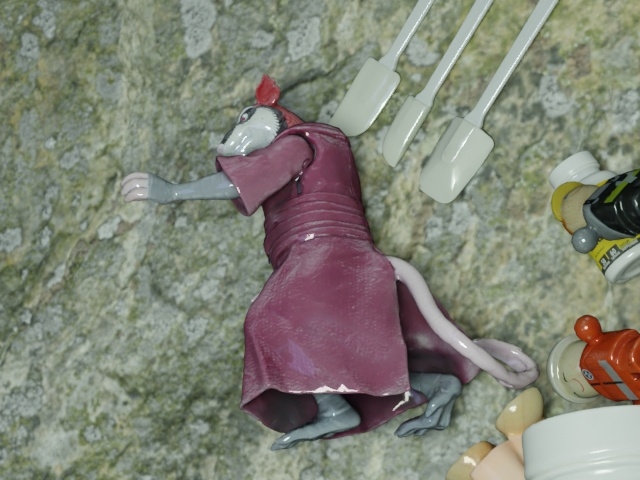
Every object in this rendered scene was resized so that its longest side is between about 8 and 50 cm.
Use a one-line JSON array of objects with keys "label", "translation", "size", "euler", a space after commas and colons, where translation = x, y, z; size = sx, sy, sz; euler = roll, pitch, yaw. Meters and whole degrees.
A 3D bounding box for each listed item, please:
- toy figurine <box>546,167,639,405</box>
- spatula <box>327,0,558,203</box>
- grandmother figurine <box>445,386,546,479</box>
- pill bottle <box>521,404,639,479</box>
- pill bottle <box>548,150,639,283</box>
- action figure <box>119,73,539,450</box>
[{"label": "toy figurine", "translation": [0.300, 0.044, 1.420], "size": [0.148, 0.213, 0.209], "euler": [164, 107, -66]}, {"label": "spatula", "translation": [0.130, -0.174, 1.654], "size": [0.168, 0.019, 0.242], "euler": [36, 97, 31]}, {"label": "grandmother figurine", "translation": [0.257, 0.300, 1.469], "size": [0.342, 0.104, 0.208], "euler": [46, 110, 27]}, {"label": "pill bottle", "translation": [0.246, 0.286, 1.342], "size": [0.161, 0.161, 0.283], "euler": [-14, 68, 23]}, {"label": "pill bottle", "translation": [0.260, -0.023, 1.538], "size": [0.065, 0.065, 0.116], "euler": [-39, 67, 15]}, {"label": "action figure", "translation": [0.000, 0.000, 1.549], "size": [0.276, 0.248, 0.370], "euler": [-23, 67, 24]}]
